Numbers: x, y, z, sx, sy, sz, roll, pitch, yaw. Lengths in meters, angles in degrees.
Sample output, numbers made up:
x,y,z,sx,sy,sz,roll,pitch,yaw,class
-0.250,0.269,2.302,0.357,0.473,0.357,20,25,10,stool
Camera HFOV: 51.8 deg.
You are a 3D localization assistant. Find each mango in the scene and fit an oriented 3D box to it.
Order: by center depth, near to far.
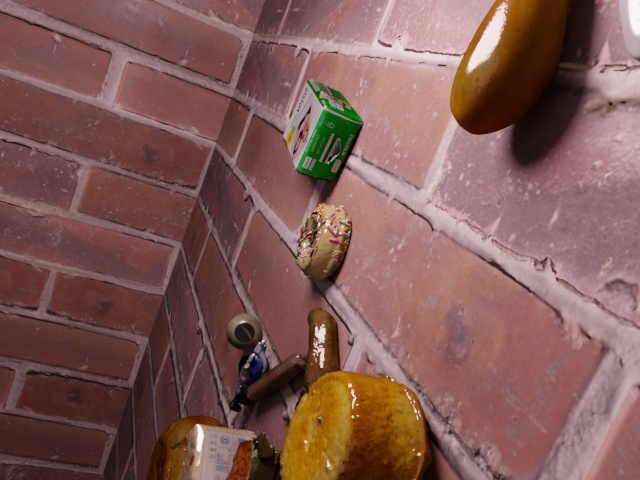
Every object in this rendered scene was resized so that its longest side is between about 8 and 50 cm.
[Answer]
x,y,z,sx,sy,sz,roll,pitch,yaw,class
0.264,-0.258,0.884,0.253,0.113,0.138,-63,18,6,mango

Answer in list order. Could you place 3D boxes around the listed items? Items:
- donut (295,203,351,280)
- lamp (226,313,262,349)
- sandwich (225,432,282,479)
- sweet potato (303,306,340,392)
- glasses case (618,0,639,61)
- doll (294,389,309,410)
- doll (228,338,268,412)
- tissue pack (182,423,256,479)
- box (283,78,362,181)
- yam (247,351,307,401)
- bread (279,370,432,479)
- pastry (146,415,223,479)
x,y,z,sx,sy,sz,roll,pitch,yaw,class
0.000,0.000,1.397,0.174,0.068,0.175,-49,32,47,donut
-0.198,0.234,1.708,0.163,0.090,0.091,146,139,-82,lamp
-0.133,0.510,1.301,0.212,0.109,0.292,173,115,-74,sandwich
0.000,0.203,1.260,0.081,0.062,0.233,-56,24,39,sweet potato
0.368,-0.283,0.723,0.076,0.049,0.197,-35,43,59,glasses case
-0.012,0.333,1.154,0.165,0.057,0.139,172,86,-75,doll
-0.166,0.315,1.565,0.096,0.070,0.195,-31,-35,-65,doll
-0.226,0.520,1.456,0.092,0.148,0.196,125,153,-44,tissue pack
-0.003,-0.258,1.549,0.180,0.103,0.250,-64,23,21,box
-0.093,0.297,1.433,0.264,0.046,0.046,-45,34,50,yam
0.046,0.304,0.953,0.268,0.145,0.268,-51,27,38,bread
-0.338,0.609,1.644,0.356,0.163,0.356,-50,29,42,pastry
